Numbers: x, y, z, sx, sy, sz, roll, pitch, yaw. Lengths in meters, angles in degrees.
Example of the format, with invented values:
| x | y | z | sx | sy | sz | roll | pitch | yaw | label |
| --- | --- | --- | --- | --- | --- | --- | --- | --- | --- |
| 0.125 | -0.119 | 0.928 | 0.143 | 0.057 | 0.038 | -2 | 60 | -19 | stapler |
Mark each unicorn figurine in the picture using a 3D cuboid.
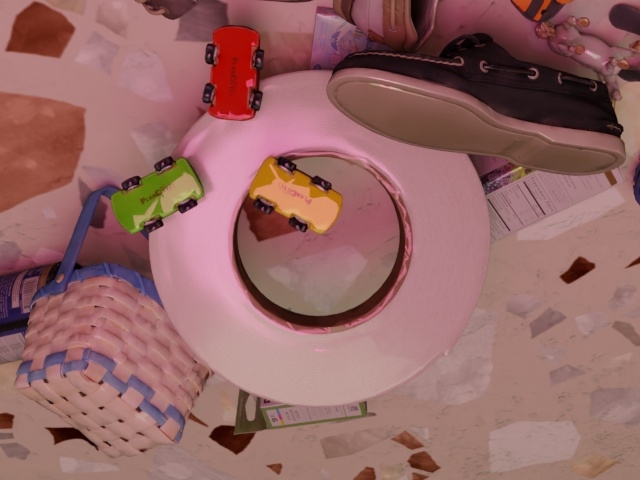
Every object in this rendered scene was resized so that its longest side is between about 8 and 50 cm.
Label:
| x | y | z | sx | sy | sz | roll | pitch | yaw | label |
| --- | --- | --- | --- | --- | --- | --- | --- | --- | --- |
| 0.311 | -0.205 | 1.004 | 0.162 | 0.111 | 0.060 | 40 | 90 | -5 | unicorn figurine |

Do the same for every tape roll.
| x | y | z | sx | sy | sz | roll | pitch | yaw | label |
| --- | --- | --- | --- | --- | --- | --- | --- | --- | --- |
| 0.000 | 0.000 | 1.027 | 0.391 | 0.072 | 0.392 | 0 | 97 | -1 | tape roll |

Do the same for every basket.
| x | y | z | sx | sy | sz | roll | pitch | yaw | label |
| --- | --- | --- | --- | --- | --- | --- | --- | --- | --- |
| -0.246 | 0.104 | 1.135 | 0.201 | 0.289 | 0.255 | -15 | 130 | 35 | basket |

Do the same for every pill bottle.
| x | y | z | sx | sy | sz | roll | pitch | yaw | label |
| --- | --- | --- | --- | --- | --- | --- | --- | --- | --- |
| -0.434 | 0.109 | 1.246 | 0.219 | 0.123 | 0.123 | -13 | 130 | 12 | pill bottle |

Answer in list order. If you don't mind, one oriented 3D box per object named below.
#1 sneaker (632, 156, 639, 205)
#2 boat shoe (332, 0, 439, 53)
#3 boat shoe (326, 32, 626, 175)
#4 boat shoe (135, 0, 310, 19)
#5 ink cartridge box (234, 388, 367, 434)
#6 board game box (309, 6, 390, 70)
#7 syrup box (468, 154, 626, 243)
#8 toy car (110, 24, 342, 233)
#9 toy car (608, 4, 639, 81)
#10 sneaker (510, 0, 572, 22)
| x | y | z | sx | sy | sz | roll | pitch | yaw | label |
| --- | --- | --- | --- | --- | --- | --- | --- | --- | --- |
| 0.475 | -0.109 | 1.079 | 0.083 | 0.087 | 0.221 | 29 | 125 | -22 | sneaker |
| 0.107 | -0.321 | 0.859 | 0.103 | 0.113 | 0.302 | 41 | 142 | 18 | boat shoe |
| 0.170 | -0.159 | 0.929 | 0.339 | 0.113 | 0.127 | 10 | 164 | -14 | boat shoe |
| -0.156 | -0.287 | 0.895 | 0.355 | 0.132 | 0.130 | 2 | 131 | 0 | boat shoe |
| -0.036 | 0.223 | 1.356 | 0.209 | 0.109 | 0.062 | -10 | 130 | 9 | ink cartridge box |
| 0.035 | -0.221 | 1.025 | 0.090 | 0.020 | 0.090 | 5 | 131 | -4 | board game box |
| 0.242 | -0.079 | 1.101 | 0.236 | 0.093 | 0.096 | -27 | 125 | 22 | syrup box |
| -0.118 | -0.081 | 0.953 | 0.224 | 0.053 | 0.239 | -28 | 95 | 3 | toy car |
| 0.421 | -0.219 | 0.985 | 0.188 | 0.149 | 0.155 | 6 | 134 | 34 | toy car |
| 0.306 | -0.300 | 0.906 | 0.321 | 0.125 | 0.180 | 21 | 133 | -4 | sneaker |
